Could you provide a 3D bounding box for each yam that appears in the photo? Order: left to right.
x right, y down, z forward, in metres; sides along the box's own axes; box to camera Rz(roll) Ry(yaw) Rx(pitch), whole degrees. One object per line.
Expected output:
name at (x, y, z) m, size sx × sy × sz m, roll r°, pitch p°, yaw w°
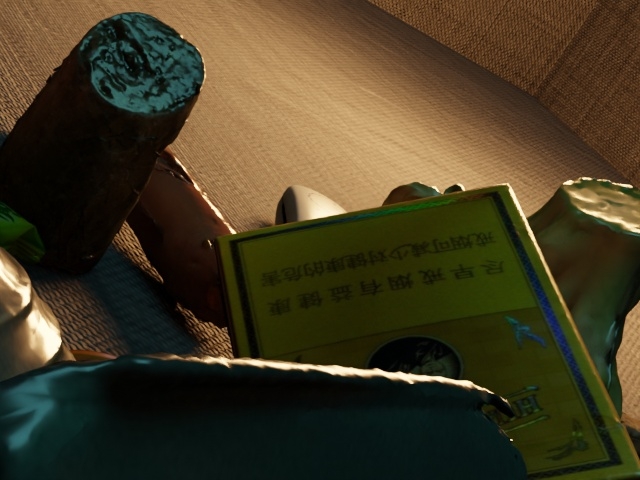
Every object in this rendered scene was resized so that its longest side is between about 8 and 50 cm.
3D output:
yam at (-0.154, -0.059, 1.220) m, size 0.107 × 0.183 × 0.107 m, roll 27°, pitch 31°, yaw -17°

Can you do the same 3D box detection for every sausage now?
sausage at (-0.125, -0.030, 1.364) m, size 0.078 × 0.078 × 0.304 m, roll 20°, pitch 19°, yaw -47°

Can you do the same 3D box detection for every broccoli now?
broccoli at (0.144, 0.061, 1.321) m, size 0.288 × 0.245 × 0.248 m, roll 34°, pitch 21°, yaw 22°

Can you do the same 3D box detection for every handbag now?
handbag at (-0.029, 0.166, 0.453) m, size 0.100 × 0.274 × 0.269 m, roll 32°, pitch 8°, yaw 27°

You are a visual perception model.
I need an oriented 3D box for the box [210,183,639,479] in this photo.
box at (0.051, 0.087, 1.044) m, size 0.193 × 0.084 × 0.301 m, roll -11°, pitch 32°, yaw -3°

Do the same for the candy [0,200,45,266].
candy at (-0.259, -0.041, 1.166) m, size 0.178 × 0.032 × 0.102 m, roll 38°, pitch 14°, yaw 14°

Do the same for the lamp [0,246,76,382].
lamp at (-0.179, 0.086, 0.508) m, size 0.233 × 0.233 × 0.265 m, roll 32°, pitch 9°, yaw -8°

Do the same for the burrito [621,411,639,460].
burrito at (0.258, 0.168, 1.662) m, size 0.171 × 0.042 × 0.051 m, roll 24°, pitch 6°, yaw -43°

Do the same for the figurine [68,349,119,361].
figurine at (-0.100, 0.120, 0.793) m, size 0.324 × 0.124 × 0.222 m, roll 29°, pitch 14°, yaw -7°

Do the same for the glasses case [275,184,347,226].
glasses case at (0.000, 0.000, 1.609) m, size 0.076 × 0.049 × 0.197 m, roll 31°, pitch 14°, yaw -12°
